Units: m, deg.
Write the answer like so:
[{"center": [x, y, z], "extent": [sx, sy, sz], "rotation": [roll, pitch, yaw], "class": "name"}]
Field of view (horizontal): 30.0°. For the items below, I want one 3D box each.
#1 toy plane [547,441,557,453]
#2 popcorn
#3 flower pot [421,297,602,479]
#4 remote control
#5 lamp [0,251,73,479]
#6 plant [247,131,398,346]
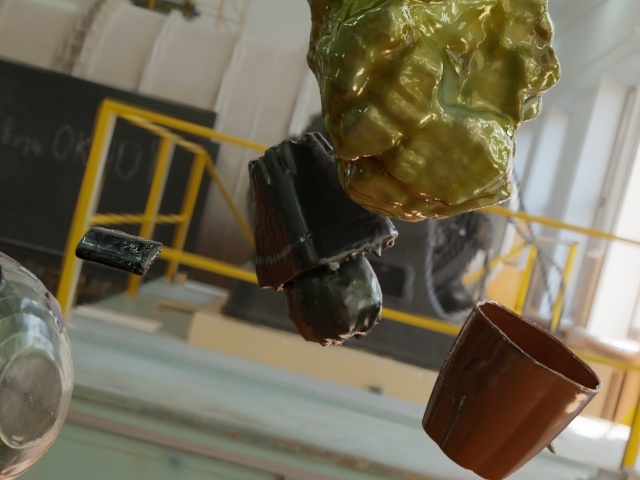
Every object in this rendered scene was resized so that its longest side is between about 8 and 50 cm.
[{"center": [0.302, 0.271, 1.836], "extent": [0.174, 0.080, 0.174], "rotation": [-24, 19, 9], "class": "toy plane"}, {"center": [0.092, -0.189, 1.221], "extent": [0.293, 0.334, 0.292], "rotation": [16, -6, -37], "class": "popcorn"}, {"center": [0.224, 0.193, 1.463], "extent": [0.190, 0.173, 0.190], "rotation": [29, 14, -8], "class": "flower pot"}, {"center": [-0.188, 0.007, 1.102], "extent": [0.096, 0.039, 0.014], "rotation": [14, -31, 36], "class": "remote control"}, {"center": [-0.369, 0.124, 1.210], "extent": [0.233, 0.233, 0.265], "rotation": [15, -37, 30], "class": "lamp"}, {"center": [0.000, 0.000, 1.454], "extent": [0.141, 0.256, 0.164], "rotation": [-16, -1, -30], "class": "plant"}]
